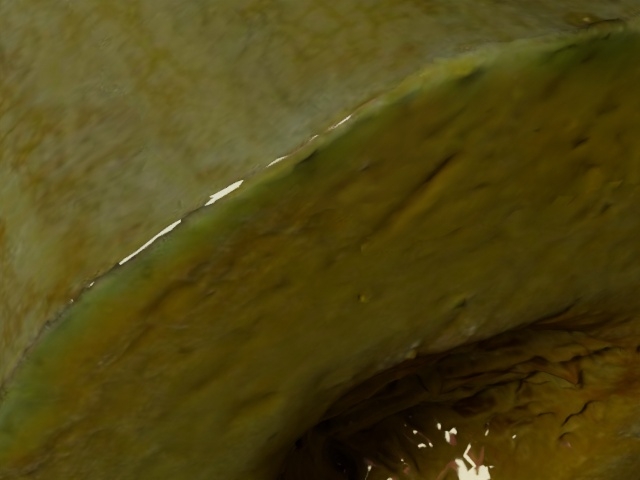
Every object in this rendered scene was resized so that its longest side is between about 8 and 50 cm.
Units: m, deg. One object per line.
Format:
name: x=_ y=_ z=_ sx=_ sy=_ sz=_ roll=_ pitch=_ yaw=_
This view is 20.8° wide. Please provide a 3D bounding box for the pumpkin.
pumpkin: x=0.000 y=0.000 z=0.559 sx=0.332 sy=0.332 sz=0.199 roll=-29 pitch=58 yaw=-3
